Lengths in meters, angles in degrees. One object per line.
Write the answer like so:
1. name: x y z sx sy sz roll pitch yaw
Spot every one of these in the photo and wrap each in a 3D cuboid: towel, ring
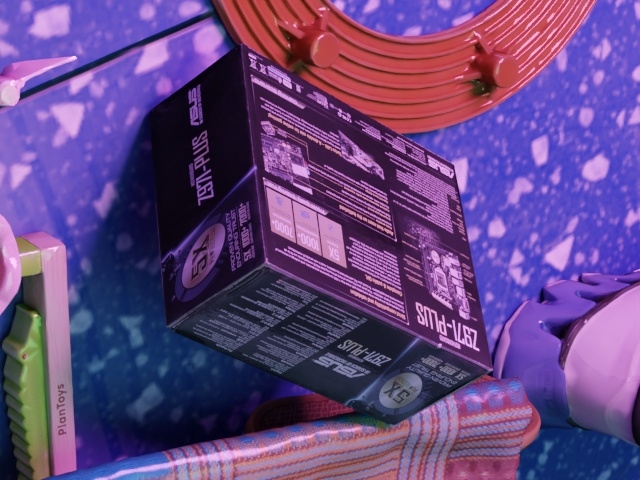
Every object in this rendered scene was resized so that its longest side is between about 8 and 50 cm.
1. towel: -0.050 0.227 1.120 0.370 0.040 0.271 -10 122 -27
2. ring: 0.072 -0.224 1.114 0.337 0.032 0.336 -13 113 -34

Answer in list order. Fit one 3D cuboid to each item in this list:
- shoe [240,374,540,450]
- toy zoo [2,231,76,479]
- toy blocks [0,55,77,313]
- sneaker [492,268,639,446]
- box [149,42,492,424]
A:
1. shoe: 0.040 0.124 1.193 0.219 0.076 0.058 -3 136 -32
2. toy zoo: -0.262 0.114 0.982 0.293 0.030 0.192 -14 113 -32
3. toy blocks: -0.279 -0.038 0.749 0.289 0.260 0.309 -32 115 -26
4. sneaker: 0.290 0.062 1.277 0.315 0.182 0.127 -29 122 -26
5. box: 0.000 0.000 1.057 0.077 0.147 0.180 -33 139 32
